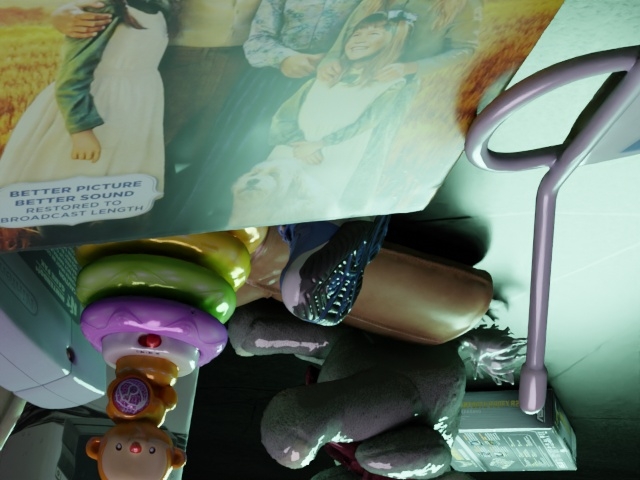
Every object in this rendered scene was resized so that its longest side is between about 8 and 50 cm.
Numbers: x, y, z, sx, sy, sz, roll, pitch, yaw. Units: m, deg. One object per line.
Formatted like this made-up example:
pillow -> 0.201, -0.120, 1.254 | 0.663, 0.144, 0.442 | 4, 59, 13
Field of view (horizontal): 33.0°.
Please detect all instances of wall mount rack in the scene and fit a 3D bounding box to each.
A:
wall mount rack -> 0.248, -0.024, 0.662 | 0.350, 0.130, 0.304 | -11, 156, -19

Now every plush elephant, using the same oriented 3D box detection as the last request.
plush elephant -> 0.057, 0.221, 1.172 | 0.330, 0.272, 0.255 | -3, 114, -21

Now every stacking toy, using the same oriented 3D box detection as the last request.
stacking toy -> -0.119, 0.037, 0.784 | 0.175, 0.302, 0.166 | 10, 155, -9

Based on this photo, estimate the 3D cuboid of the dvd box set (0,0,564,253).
dvd box set -> -0.023, -0.130, 0.463 | 0.308, 0.062, 0.420 | -6, 152, -21

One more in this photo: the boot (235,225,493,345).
boot -> -0.007, 0.056, 1.061 | 0.269, 0.089, 0.236 | 18, 152, -30

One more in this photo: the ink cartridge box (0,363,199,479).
ink cartridge box -> -0.289, 0.259, 1.185 | 0.166, 0.395, 0.285 | 25, 148, -32

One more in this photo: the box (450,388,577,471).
box -> 0.252, 0.269, 1.509 | 0.183, 0.056, 0.231 | -5, 153, 20

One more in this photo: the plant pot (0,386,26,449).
plant pot -> -0.471, 0.081, 0.974 | 0.334, 0.334, 0.305 | -18, 136, 39

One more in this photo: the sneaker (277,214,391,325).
sneaker -> 0.000, 0.000, 0.838 | 0.081, 0.211, 0.080 | 17, 114, 9

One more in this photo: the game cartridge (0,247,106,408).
game cartridge -> -0.235, -0.016, 0.751 | 0.062, 0.198, 0.297 | -15, 138, 10
